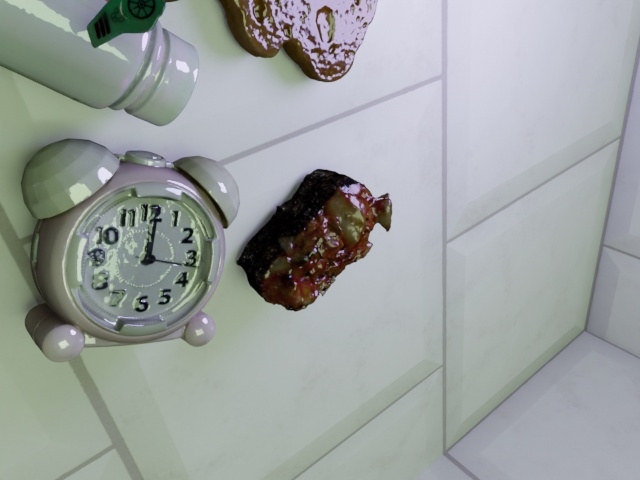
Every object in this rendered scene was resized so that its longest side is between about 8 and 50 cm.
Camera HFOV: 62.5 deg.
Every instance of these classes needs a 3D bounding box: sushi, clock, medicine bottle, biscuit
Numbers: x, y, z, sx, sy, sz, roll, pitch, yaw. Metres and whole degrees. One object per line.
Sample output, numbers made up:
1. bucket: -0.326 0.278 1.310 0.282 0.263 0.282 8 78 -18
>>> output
1. sushi: 0.000 0.000 1.119 0.343 0.182 0.196 -47 140 -8
2. clock: -0.305 0.009 0.869 0.342 0.184 0.325 -1 108 -46
3. medicine bottle: -0.320 -0.276 0.708 0.293 0.170 0.170 22 97 -44
4. biscuit: -0.019 -0.471 0.935 0.359 0.074 0.380 -26 129 -26

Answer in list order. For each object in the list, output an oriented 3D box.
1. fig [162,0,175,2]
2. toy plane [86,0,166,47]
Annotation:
1. fig: -0.169 -0.445 0.739 0.259 0.151 0.151 -32 130 -7
2. toy plane: -0.269 -0.413 0.586 0.155 0.106 0.381 -26 95 5
